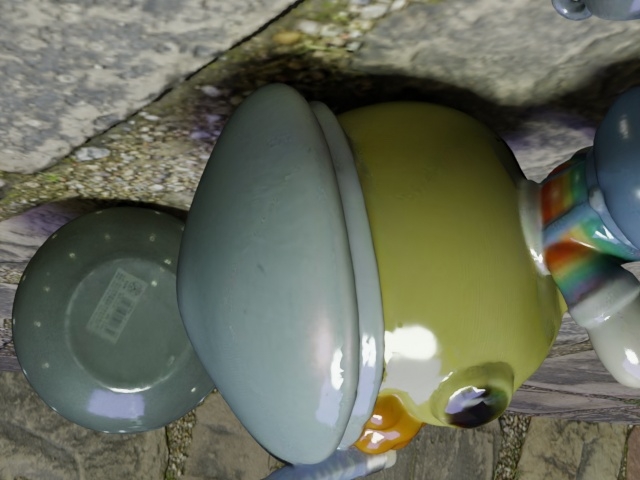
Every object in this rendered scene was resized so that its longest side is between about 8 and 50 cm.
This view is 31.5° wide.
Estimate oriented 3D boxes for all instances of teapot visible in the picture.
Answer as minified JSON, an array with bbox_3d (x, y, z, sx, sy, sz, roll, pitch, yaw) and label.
[{"bbox_3d":[-0.172,0.065,0.985,0.183,0.184,0.251,7,178,-13],"label":"teapot"}]

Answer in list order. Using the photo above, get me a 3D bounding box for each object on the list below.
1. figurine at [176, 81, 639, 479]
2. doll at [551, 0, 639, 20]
[{"bbox_3d":[0.094,-0.025,0.604,0.381,0.225,0.205,-24,136,13],"label":"figurine"},{"bbox_3d":[0.137,-0.114,0.342,0.104,0.062,0.194,10,159,-27],"label":"doll"}]
